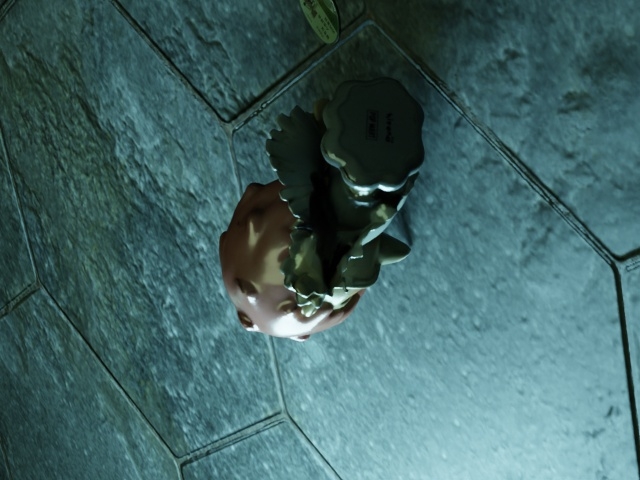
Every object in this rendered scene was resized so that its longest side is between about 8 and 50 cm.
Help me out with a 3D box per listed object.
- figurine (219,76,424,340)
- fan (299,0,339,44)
[{"bbox_3d":[0.000,0.000,1.804,0.387,0.166,0.207,115,158,-57],"label":"figurine"},{"bbox_3d":[-0.001,-0.215,1.783,0.060,0.003,0.080,40,142,37],"label":"fan"}]
